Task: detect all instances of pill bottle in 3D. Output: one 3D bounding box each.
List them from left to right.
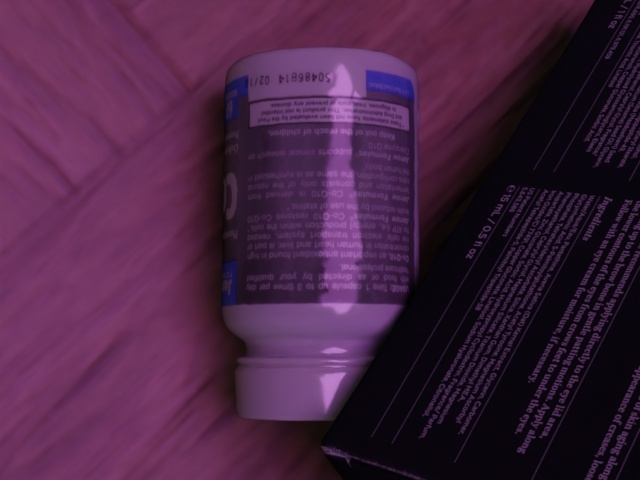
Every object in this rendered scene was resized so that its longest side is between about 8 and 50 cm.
[{"bbox_3d":[0.000,0.000,0.459,0.078,0.078,0.137,3,84,-21],"label":"pill bottle"}]

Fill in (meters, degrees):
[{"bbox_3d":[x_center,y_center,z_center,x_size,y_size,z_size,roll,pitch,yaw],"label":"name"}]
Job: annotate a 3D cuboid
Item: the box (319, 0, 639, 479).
[{"bbox_3d":[0.151,0.018,0.428,0.261,0.184,0.103,-55,131,-26],"label":"box"}]
